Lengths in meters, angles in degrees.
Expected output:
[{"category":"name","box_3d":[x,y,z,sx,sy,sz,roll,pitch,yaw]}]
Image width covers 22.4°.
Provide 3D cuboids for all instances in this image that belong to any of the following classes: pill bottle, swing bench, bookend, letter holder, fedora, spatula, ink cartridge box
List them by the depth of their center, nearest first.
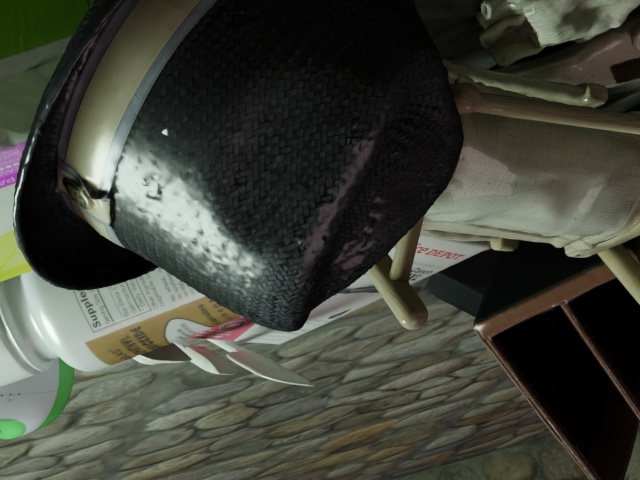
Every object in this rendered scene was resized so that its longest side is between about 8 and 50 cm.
[{"category":"fedora","box_3d":[-0.015,-0.060,0.902,0.334,0.152,0.334,-44,164,-15]},{"category":"swing bench","box_3d":[0.114,-0.045,1.129,0.253,0.165,0.254,5,-165,-31]},{"category":"pill bottle","box_3d":[-0.163,0.028,1.252,0.229,0.131,0.131,-21,163,8]},{"category":"ink cartridge box","box_3d":[0.000,0.000,1.387,0.237,0.100,0.172,-26,162,26]},{"category":"letter holder","box_3d":[0.274,0.048,1.399,0.152,0.214,0.302,-28,-163,28]},{"category":"spatula","box_3d":[-0.133,0.083,1.412,0.168,0.019,0.242,7,-172,-32]},{"category":"bookend","box_3d":[0.212,0.013,1.672,0.157,0.156,0.072,27,161,4]}]

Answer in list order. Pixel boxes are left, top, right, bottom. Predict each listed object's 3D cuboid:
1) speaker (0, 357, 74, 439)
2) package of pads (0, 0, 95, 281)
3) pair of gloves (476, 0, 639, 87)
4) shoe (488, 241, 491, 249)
[{"category":"speaker","box_3d":[-0.350,0.110,1.328,0.131,0.131,0.296,-31,160,36]},{"category":"package of pads","box_3d":[-0.245,-0.038,1.004,0.296,0.101,0.229,-18,163,1]},{"category":"pair of gloves","box_3d":[0.219,-0.160,1.213,0.204,0.042,0.240,-19,163,2]},{"category":"shoe","box_3d":[0.063,-0.006,1.530,0.219,0.076,0.058,-14,120,-8]}]
